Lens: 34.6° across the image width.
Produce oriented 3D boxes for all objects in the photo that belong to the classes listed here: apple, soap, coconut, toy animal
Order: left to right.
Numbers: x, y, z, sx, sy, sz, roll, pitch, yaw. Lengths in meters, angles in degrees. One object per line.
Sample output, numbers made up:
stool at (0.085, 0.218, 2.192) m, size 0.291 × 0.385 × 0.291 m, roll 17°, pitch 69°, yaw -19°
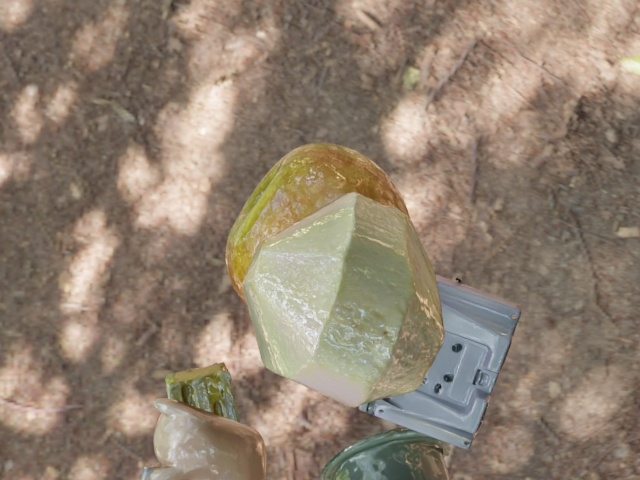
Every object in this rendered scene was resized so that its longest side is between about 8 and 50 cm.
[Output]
toy animal at (-0.197, 0.408, 1.736) m, size 0.195 × 0.213 × 0.256 m, roll 168°, pitch 112°, yaw -74°
soap at (-0.236, 0.379, 2.121) m, size 0.076 × 0.135 × 0.233 m, roll -150°, pitch 49°, yaw -74°
apple at (0.000, 0.000, 1.498) m, size 0.233 × 0.286 × 0.286 m, roll 34°, pitch 111°, yaw -11°
coconut at (0.025, 0.072, 1.244) m, size 0.259 × 0.259 × 0.259 m, roll -5°, pitch 82°, yaw 37°

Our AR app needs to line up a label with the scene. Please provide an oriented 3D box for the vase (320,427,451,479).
vase at (0.145, 0.500, 1.748) m, size 0.245 × 0.245 × 0.291 m, roll -37°, pitch 50°, yaw 28°

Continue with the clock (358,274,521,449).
clock at (0.178, 0.177, 1.555) m, size 0.187 × 0.083 × 0.253 m, roll 19°, pitch 103°, yaw 7°
